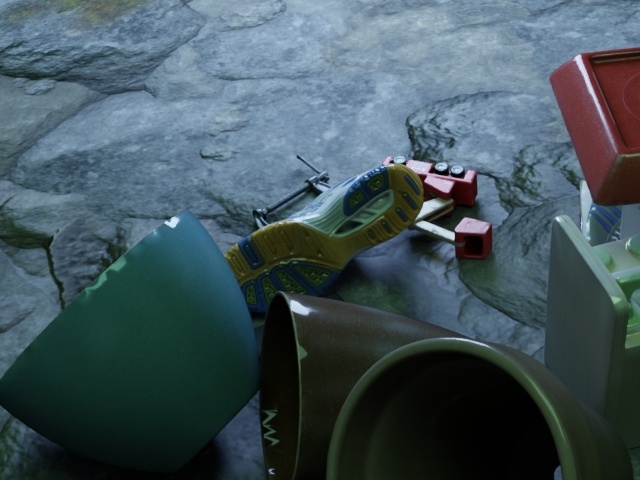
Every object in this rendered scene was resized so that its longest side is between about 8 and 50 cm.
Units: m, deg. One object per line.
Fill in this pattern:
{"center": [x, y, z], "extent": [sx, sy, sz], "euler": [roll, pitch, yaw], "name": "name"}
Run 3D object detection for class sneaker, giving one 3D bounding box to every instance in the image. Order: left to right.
{"center": [0.000, 0.000, 1.425], "extent": [0.296, 0.112, 0.131], "euler": [-27, 7, -1], "name": "sneaker"}
{"center": [0.379, -0.017, 1.406], "extent": [0.086, 0.064, 0.192], "euler": [-1, 38, 15], "name": "sneaker"}

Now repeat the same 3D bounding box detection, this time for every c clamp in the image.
{"center": [-0.033, -0.051, 1.544], "extent": [0.137, 0.022, 0.161], "euler": [31, 52, 29], "name": "c clamp"}

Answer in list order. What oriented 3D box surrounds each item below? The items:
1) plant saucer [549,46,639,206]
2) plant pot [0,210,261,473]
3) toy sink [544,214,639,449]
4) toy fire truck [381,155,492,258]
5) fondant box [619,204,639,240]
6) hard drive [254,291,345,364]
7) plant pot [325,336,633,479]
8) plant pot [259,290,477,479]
{"center": [0.405, -0.147, 1.202], "extent": [0.259, 0.047, 0.258], "euler": [-6, 41, 3], "name": "plant saucer"}
{"center": [-0.179, 0.137, 1.186], "extent": [0.195, 0.290, 0.290], "euler": [45, 55, 1], "name": "plant pot"}
{"center": [0.333, 0.087, 1.165], "extent": [0.131, 0.234, 0.153], "euler": [-14, 40, -8], "name": "toy sink"}
{"center": [0.153, -0.048, 1.489], "extent": [0.192, 0.047, 0.135], "euler": [12, 46, 22], "name": "toy fire truck"}
{"center": [0.506, 0.013, 1.222], "extent": [0.330, 0.238, 0.096], "euler": [28, 53, 34], "name": "fondant box"}
{"center": [-0.015, 0.120, 1.338], "extent": [0.135, 0.022, 0.094], "euler": [-24, 43, -19], "name": "hard drive"}
{"center": [0.173, 0.227, 1.015], "extent": [0.229, 0.263, 0.263], "euler": [12, 19, -48], "name": "plant pot"}
{"center": [0.066, 0.162, 1.164], "extent": [0.230, 0.215, 0.215], "euler": [1, 39, -14], "name": "plant pot"}
